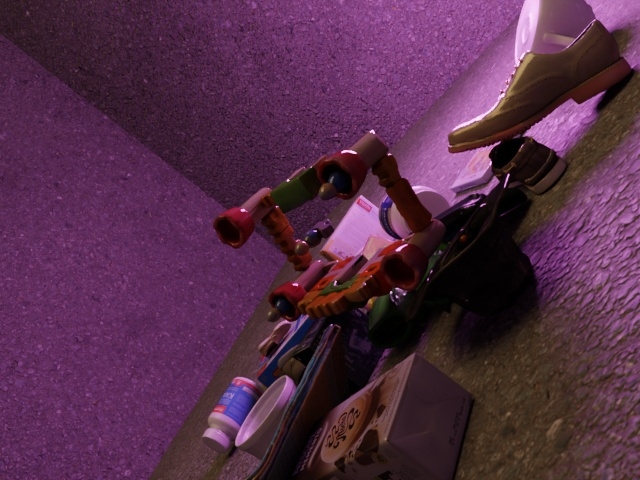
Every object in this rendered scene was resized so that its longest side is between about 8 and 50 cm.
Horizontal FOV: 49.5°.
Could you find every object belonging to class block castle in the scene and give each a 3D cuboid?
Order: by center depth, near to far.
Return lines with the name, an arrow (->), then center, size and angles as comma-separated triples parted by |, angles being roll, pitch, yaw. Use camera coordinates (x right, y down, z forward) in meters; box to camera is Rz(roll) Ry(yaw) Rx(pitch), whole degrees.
block castle -> 0.000, 0.000, 1.429 | 0.453, 0.303, 0.213 | -21, 18, 48

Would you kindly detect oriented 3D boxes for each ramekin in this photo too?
ramekin -> -0.103, 0.443, 1.687 | 0.207, 0.109, 0.207 | -50, 7, 8

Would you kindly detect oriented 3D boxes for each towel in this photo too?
towel -> -0.028, 0.367, 1.252 | 0.370, 0.040, 0.271 | -59, -29, -46

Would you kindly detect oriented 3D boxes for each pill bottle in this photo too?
pill bottle -> 0.249, -0.069, 1.837 | 0.153, 0.153, 0.265 | -52, 6, -2
pill bottle -> -0.277, 0.553, 2.192 | 0.124, 0.124, 0.221 | -43, 11, 52

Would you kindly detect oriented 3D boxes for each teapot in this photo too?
teapot -> 0.610, -0.520, 1.751 | 0.252, 0.187, 0.256 | 92, -175, -70

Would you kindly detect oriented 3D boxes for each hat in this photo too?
hat -> 0.275, 0.047, 1.180 | 0.331, 0.134, 0.331 | -52, -6, -8

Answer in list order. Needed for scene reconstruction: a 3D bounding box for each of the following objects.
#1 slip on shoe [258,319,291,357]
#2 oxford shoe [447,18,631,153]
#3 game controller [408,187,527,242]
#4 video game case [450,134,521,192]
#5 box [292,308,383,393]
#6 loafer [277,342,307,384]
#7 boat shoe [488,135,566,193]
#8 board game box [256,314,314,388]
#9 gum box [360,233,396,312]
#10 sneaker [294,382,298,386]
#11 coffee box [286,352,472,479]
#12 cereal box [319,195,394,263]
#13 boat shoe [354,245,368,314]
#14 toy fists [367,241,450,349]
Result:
slip on shoe -> -0.138, 0.309, 2.175 | 0.135, 0.051, 0.041 | -44, 47, 3
oxford shoe -> 0.432, -0.316, 1.467 | 0.397, 0.146, 0.140 | -28, 9, 14
game controller -> 0.300, -0.033, 1.494 | 0.167, 0.067, 0.319 | -8, -13, -24
video game case -> 0.456, -0.233, 1.864 | 0.227, 0.026, 0.206 | -53, 7, -10
box -> 0.049, 0.236, 1.562 | 0.158, 0.156, 0.093 | -56, 9, -35
loafer -> 0.004, 0.268, 1.710 | 0.251, 0.087, 0.094 | -44, -24, 26
boat shoe -> 0.420, -0.174, 1.493 | 0.116, 0.097, 0.324 | -51, 7, 9
board game box -> -0.071, 0.307, 2.265 | 0.308, 0.086, 0.302 | -51, 7, 8
gum box -> 0.142, 0.090, 1.749 | 0.107, 0.062, 0.188 | 19, 82, 43
sneaker -> -0.029, 0.374, 1.817 | 0.089, 0.051, 0.170 | -50, 12, 12
coffee box -> 0.079, 0.322, 1.068 | 0.297, 0.119, 0.168 | -46, 10, 42
cereal box -> 0.129, -0.002, 2.199 | 0.240, 0.173, 0.047 | -54, 6, -25
boat shoe -> 0.105, 0.136, 1.892 | 0.319, 0.116, 0.099 | -61, 2, -31
toy fists -> 0.206, 0.111, 1.461 | 0.279, 0.096, 0.142 | -46, 16, 26
